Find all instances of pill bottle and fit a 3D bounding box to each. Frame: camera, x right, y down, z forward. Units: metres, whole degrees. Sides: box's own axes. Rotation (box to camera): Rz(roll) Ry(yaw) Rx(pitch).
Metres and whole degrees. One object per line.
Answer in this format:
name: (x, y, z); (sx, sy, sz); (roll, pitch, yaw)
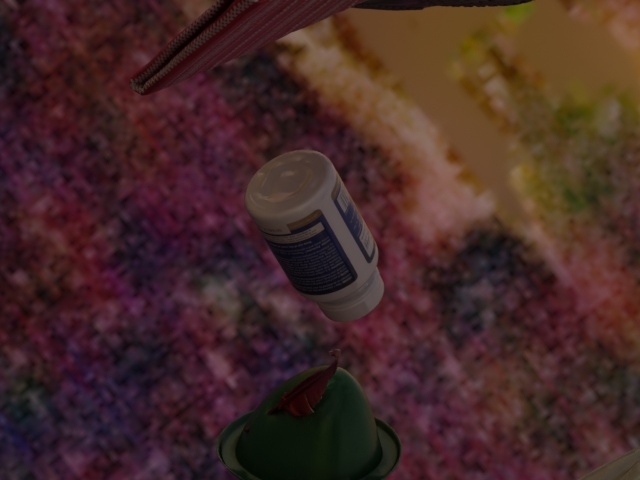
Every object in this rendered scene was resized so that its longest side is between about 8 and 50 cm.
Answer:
pill bottle: (0.000, 0.000, 1.181); (0.120, 0.067, 0.067); (60, 4, -39)

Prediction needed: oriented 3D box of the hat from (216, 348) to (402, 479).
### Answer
hat: (-0.004, 0.124, 1.585); (0.208, 0.183, 0.173); (21, 32, 40)

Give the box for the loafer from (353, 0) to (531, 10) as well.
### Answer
loafer: (0.108, -0.255, 1.534); (0.094, 0.251, 0.087); (-4, 96, -43)

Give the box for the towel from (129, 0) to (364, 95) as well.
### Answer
towel: (0.020, -0.179, 1.114); (0.031, 0.275, 0.199); (62, -30, 0)

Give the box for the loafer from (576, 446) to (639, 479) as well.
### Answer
loafer: (0.131, 0.159, 0.725); (0.111, 0.319, 0.112); (72, 5, -48)
